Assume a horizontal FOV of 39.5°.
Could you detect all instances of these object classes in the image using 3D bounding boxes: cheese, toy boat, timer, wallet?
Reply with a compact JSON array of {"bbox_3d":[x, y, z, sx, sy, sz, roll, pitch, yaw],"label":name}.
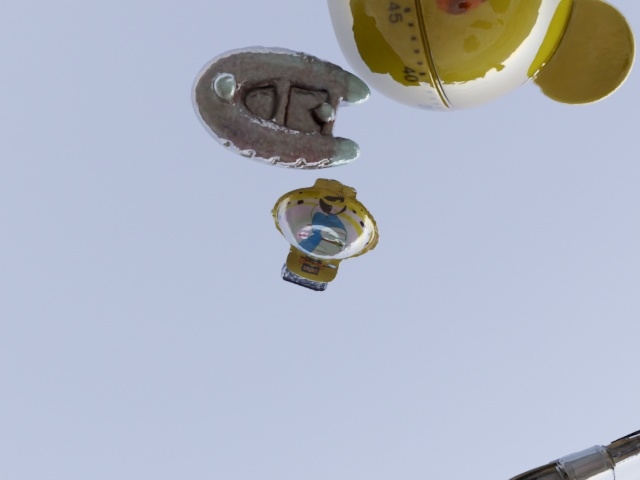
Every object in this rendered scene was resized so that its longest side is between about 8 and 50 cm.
[{"bbox_3d":[0.000,0.000,1.268,0.157,0.064,0.250,17,-36,0],"label":"cheese"},{"bbox_3d":[-0.050,-0.173,1.125,0.228,0.085,0.155,12,-97,-7],"label":"toy boat"},{"bbox_3d":[0.211,-0.346,1.189,0.387,0.376,0.376,-7,-73,19],"label":"timer"},{"bbox_3d":[0.374,0.333,1.266,0.231,0.069,0.170,-25,-36,2],"label":"wallet"}]
